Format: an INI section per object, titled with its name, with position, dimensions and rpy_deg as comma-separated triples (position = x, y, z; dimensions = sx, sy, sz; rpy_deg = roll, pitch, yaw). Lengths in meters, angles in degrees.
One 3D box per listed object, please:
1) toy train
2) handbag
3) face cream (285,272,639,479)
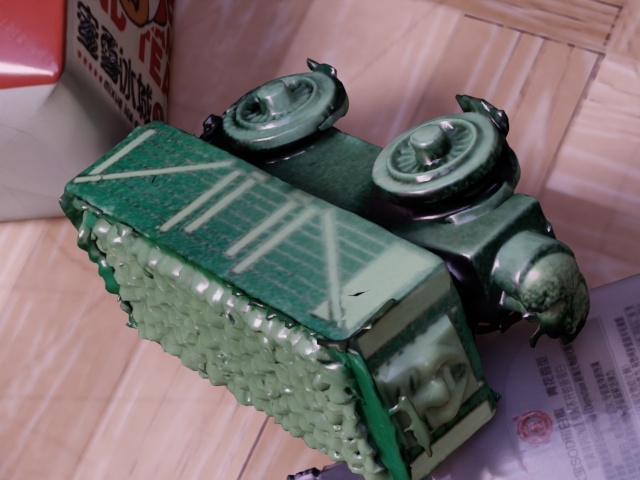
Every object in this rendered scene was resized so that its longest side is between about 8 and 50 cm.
[toy train]
position = 0.000, 0.000, 0.920
dimensions = 0.154, 0.115, 0.269
rpy_deg = -39, 40, -22
[handbag]
position = -0.164, -0.170, 1.047
dimensions = 0.151, 0.171, 0.298
rpy_deg = -4, 66, 14
[face cream]
position = 0.129, 0.092, 0.904
dimensions = 0.291, 0.071, 0.144
rpy_deg = -19, 60, 4
